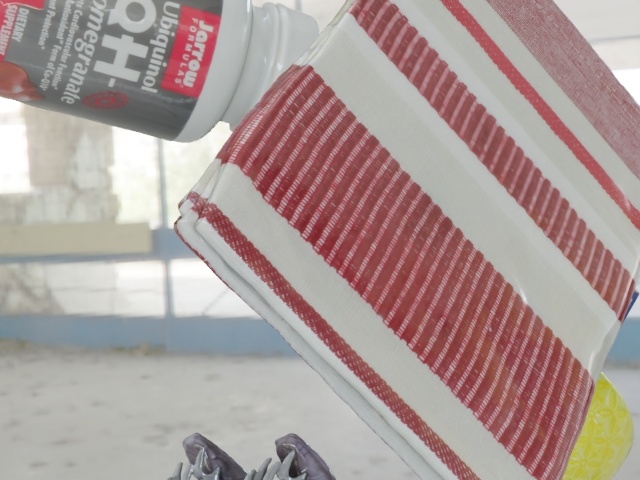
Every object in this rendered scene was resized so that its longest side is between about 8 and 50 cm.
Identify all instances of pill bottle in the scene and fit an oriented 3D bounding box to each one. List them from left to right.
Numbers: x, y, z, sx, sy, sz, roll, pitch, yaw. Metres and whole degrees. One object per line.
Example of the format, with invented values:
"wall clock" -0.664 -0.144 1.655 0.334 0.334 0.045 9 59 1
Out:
"pill bottle" -0.170 -0.190 1.108 0.319 0.176 0.176 13 -3 -21

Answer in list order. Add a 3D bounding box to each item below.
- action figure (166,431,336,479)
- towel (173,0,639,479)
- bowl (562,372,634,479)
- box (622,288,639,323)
"action figure" -0.094 0.222 0.727 0.185 0.099 0.285 -22 13 31
"towel" 0.081 -0.028 0.646 0.037 0.237 0.329 -31 19 45
"bowl" 0.213 0.246 1.452 0.289 0.289 0.156 0 40 41
"box" 0.210 0.061 1.301 0.225 0.136 0.036 28 9 4
